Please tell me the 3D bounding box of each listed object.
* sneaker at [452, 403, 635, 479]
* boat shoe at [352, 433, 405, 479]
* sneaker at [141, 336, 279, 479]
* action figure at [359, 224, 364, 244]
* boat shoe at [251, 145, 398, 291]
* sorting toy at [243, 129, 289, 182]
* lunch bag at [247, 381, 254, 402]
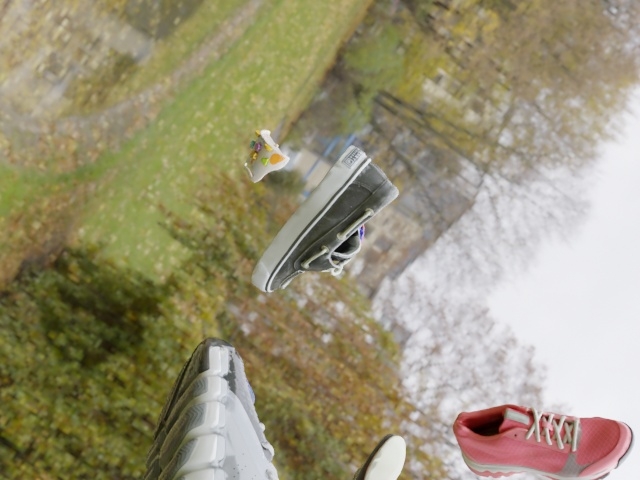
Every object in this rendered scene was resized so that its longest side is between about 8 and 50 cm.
[{"bbox_3d":[0.369,0.339,1.675,0.314,0.136,0.116,-9,-136,30],"label":"sneaker"},{"bbox_3d":[0.062,0.301,1.231,0.043,0.049,0.137,28,-85,62],"label":"boat shoe"},{"bbox_3d":[-0.035,0.169,0.577,0.086,0.132,0.228,-52,-154,41],"label":"sneaker"},{"bbox_3d":[0.038,-0.018,1.137,0.038,0.030,0.115,-25,149,-28],"label":"action figure"},{"bbox_3d":[0.000,0.000,0.947,0.078,0.070,0.219,-48,179,-40],"label":"boat shoe"},{"bbox_3d":[-0.105,-0.142,1.694,0.075,0.045,0.083,-54,-133,21],"label":"sorting toy"},{"bbox_3d":[-0.142,0.209,1.317,0.098,0.067,0.065,-29,-169,-37],"label":"lunch bag"}]
